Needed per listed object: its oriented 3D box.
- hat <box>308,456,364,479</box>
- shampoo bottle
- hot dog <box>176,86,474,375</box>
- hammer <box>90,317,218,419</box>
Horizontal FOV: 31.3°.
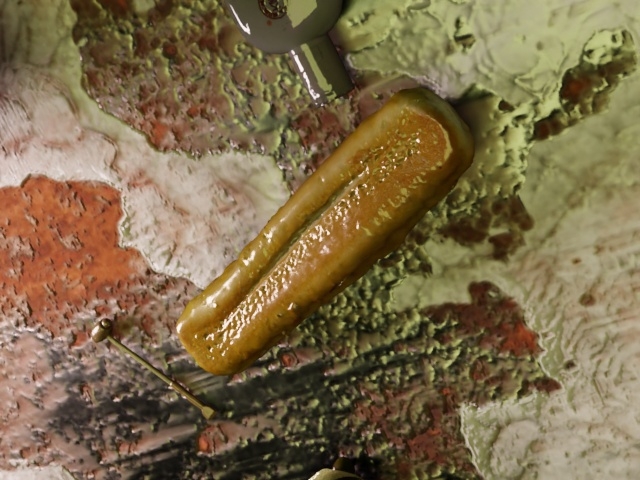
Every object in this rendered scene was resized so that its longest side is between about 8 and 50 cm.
[{"bbox_3d":[0.019,0.211,0.892,0.077,0.059,0.076,42,135,6],"label":"hat"},{"bbox_3d":[-0.027,-0.168,0.765,0.080,0.040,0.165,-22,101,24],"label":"shampoo bottle"},{"bbox_3d":[-0.002,0.000,0.812,0.286,0.061,0.088,-38,91,29],"label":"hot dog"},{"bbox_3d":[-0.135,0.106,0.931,0.123,0.014,0.029,36,127,0],"label":"hammer"}]
